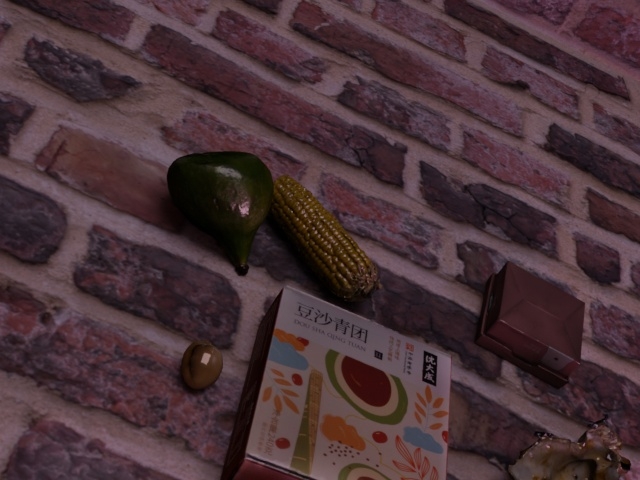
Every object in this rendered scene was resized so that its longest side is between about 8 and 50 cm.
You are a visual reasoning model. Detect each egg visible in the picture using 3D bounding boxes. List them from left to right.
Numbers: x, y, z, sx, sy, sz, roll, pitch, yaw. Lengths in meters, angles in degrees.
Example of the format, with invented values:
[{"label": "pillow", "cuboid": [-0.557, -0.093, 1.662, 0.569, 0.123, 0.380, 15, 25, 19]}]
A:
[{"label": "egg", "cuboid": [-0.200, 0.212, 1.671, 0.071, 0.071, 0.083, 22, 59, -12]}]

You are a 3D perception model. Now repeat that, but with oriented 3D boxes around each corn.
[{"label": "corn", "cuboid": [0.000, 0.000, 1.984, 0.115, 0.115, 0.318, -18, 59, -42]}]

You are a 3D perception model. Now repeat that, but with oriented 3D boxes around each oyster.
[{"label": "oyster", "cuboid": [0.475, 0.424, 1.838, 0.198, 0.133, 0.337, 45, 39, 18]}]

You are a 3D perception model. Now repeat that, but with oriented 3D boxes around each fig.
[{"label": "fig", "cuboid": [-0.187, -0.053, 1.904, 0.203, 0.235, 0.203, -4, 11, 1]}]

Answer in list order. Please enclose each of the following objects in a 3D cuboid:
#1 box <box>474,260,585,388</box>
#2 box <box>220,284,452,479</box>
[{"label": "box", "cuboid": [0.452, 0.172, 2.110, 0.215, 0.086, 0.215, 29, 40, -5]}, {"label": "box", "cuboid": [0.040, 0.305, 1.688, 0.344, 0.122, 0.385, 23, 41, -10]}]
